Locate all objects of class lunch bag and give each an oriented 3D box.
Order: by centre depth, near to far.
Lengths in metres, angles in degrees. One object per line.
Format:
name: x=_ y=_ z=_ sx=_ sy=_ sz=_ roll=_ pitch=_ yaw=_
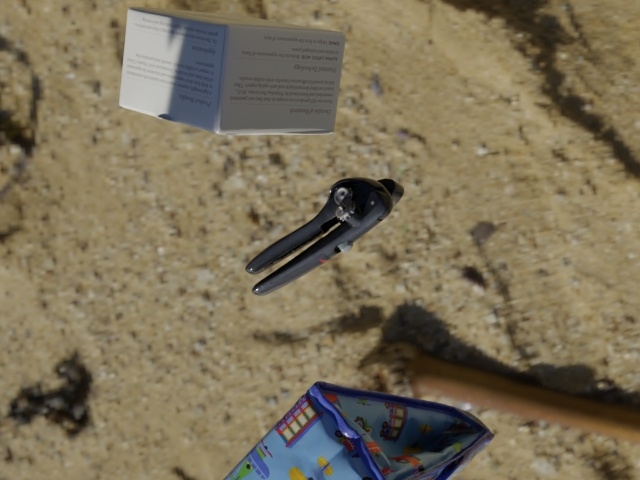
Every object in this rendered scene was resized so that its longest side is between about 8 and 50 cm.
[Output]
lunch bag: x=0.041 y=0.262 z=1.426 sx=0.221 sy=0.293 sz=0.138 roll=-48 pitch=64 yaw=22

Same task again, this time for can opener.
can opener: x=0.000 y=0.000 z=1.320 sx=0.186 sy=0.073 sz=0.059 roll=-36 pitch=52 yaw=22

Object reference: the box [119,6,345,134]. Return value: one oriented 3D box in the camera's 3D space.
box: x=-0.100 y=-0.191 z=1.530 sx=0.181 sy=0.182 sz=0.119 roll=18 pitch=106 yaw=43
